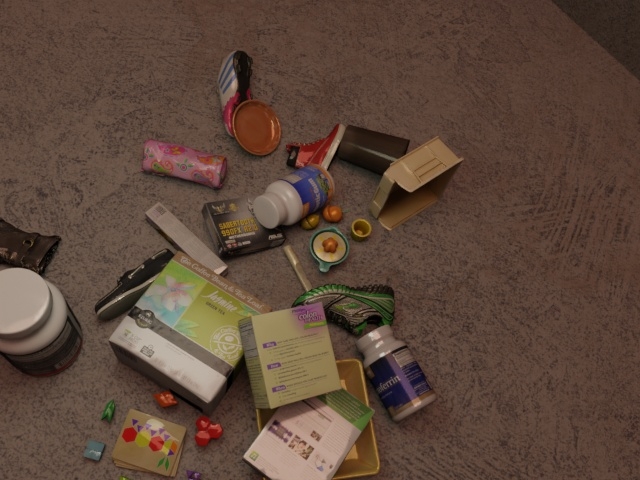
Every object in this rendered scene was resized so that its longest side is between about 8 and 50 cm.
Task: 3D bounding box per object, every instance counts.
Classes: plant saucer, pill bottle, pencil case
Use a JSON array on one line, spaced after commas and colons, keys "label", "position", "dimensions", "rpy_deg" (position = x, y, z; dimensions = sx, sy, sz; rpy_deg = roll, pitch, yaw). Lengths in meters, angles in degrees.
[{"label": "plant saucer", "position": [-0.232, -0.398, 2.175], "dimensions": [0.200, 0.037, 0.200], "rpy_deg": [5, 82, -36]}, {"label": "pill bottle", "position": [0.221, 0.396, 1.845], "dimensions": [0.153, 0.153, 0.265], "rpy_deg": [-23, 70, -20]}, {"label": "pill bottle", "position": [-0.088, -0.141, 2.013], "dimensions": [0.152, 0.152, 0.272], "rpy_deg": [45, 46, 12]}, {"label": "pill bottle", "position": [-0.771, 0.220, 1.631], "dimensions": [0.210, 0.363, 0.210], "rpy_deg": [4, 63, -8]}, {"label": "pencil case", "position": [-0.461, -0.257, 2.067], "dimensions": [0.284, 0.124, 0.124], "rpy_deg": [13, 62, -3]}, {"label": "plant saucer", "position": [-0.020, 0.529, 1.776], "dimensions": [0.332, 0.081, 0.333], "rpy_deg": [-3, 65, -13]}]

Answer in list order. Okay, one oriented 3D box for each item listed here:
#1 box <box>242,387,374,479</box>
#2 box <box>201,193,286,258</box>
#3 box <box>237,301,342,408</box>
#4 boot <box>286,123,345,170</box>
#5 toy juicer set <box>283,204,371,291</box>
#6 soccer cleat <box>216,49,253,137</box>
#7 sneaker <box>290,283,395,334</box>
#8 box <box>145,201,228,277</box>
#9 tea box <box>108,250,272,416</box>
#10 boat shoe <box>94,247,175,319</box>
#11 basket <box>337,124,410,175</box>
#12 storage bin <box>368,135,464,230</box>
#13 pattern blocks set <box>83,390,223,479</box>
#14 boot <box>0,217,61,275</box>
[{"label": "box", "position": [-0.029, 0.539, 1.695], "dimensions": [0.232, 0.058, 0.322], "rpy_deg": [36, 64, 8]}, {"label": "box", "position": [-0.249, -0.051, 2.001], "dimensions": [0.231, 0.056, 0.183], "rpy_deg": [-11, 66, -33]}, {"label": "box", "position": [-0.085, 0.308, 1.648], "dimensions": [0.213, 0.117, 0.243], "rpy_deg": [-9, 81, -28]}, {"label": "boot", "position": [-0.023, -0.349, 2.208], "dimensions": [0.176, 0.088, 0.244], "rpy_deg": [25, 66, 4]}, {"label": "toy juicer set", "position": [0.000, 0.000, 2.035], "dimensions": [0.209, 0.089, 0.329], "rpy_deg": [41, 65, 10]}, {"label": "soccer cleat", "position": [-0.320, -0.527, 2.239], "dimensions": [0.116, 0.143, 0.331], "rpy_deg": [13, 77, -46]}, {"label": "sneaker", "position": [0.076, 0.219, 1.916], "dimensions": [0.343, 0.134, 0.146], "rpy_deg": [0, 65, -11]}, {"label": "box", "position": [-0.432, 0.009, 1.966], "dimensions": [0.324, 0.063, 0.067], "rpy_deg": [41, 66, 11]}, {"label": "tea box", "position": [-0.364, 0.269, 1.762], "dimensions": [0.329, 0.220, 0.324], "rpy_deg": [30, 62, 5]}, {"label": "boat shoe", "position": [-0.562, 0.130, 1.863], "dimensions": [0.302, 0.114, 0.091], "rpy_deg": [-33, 74, -35]}, {"label": "basket", "position": [0.188, -0.321, 2.193], "dimensions": [0.226, 0.154, 0.204], "rpy_deg": [19, 21, 7]}, {"label": "storage bin", "position": [0.315, -0.188, 2.088], "dimensions": [0.260, 0.262, 0.123], "rpy_deg": [-32, 73, -23]}, {"label": "pattern blocks set", "position": [-0.466, 0.562, 1.691], "dimensions": [0.324, 0.026, 0.285], "rpy_deg": [27, 71, 2]}, {"label": "boot", "position": [-0.941, 0.052, 1.837], "dimensions": [0.229, 0.091, 0.263], "rpy_deg": [24, 60, 3]}]
